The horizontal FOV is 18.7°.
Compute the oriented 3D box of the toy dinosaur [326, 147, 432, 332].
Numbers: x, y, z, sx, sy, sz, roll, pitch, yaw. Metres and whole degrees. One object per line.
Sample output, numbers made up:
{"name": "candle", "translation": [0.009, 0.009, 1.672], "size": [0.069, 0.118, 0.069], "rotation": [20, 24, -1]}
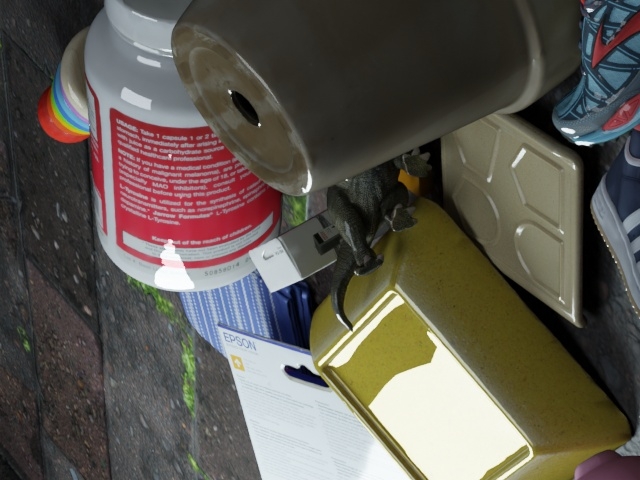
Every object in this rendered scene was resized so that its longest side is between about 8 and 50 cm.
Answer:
{"name": "toy dinosaur", "translation": [0.047, -0.061, 2.020], "size": [0.160, 0.121, 0.314], "rotation": [-110, 9, -64]}

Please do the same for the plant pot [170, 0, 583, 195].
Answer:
{"name": "plant pot", "translation": [0.032, -0.194, 1.737], "size": [0.323, 0.280, 0.323], "rotation": [43, 160, 20]}

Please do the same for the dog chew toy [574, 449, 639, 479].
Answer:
{"name": "dog chew toy", "translation": [0.345, 0.355, 1.879], "size": [0.332, 0.206, 0.207], "rotation": [62, 155, 18]}

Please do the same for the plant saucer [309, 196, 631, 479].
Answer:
{"name": "plant saucer", "translation": [0.132, 0.160, 2.106], "size": [0.333, 0.081, 0.333], "rotation": [48, 147, 6]}

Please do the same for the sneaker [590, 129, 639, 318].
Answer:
{"name": "sneaker", "translation": [0.311, -0.020, 1.569], "size": [0.282, 0.099, 0.153], "rotation": [-112, 38, -52]}

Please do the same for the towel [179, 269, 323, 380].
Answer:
{"name": "towel", "translation": [-0.101, 0.090, 2.609], "size": [0.336, 0.040, 0.243], "rotation": [35, 146, 45]}

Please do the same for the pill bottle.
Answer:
{"name": "pill bottle", "translation": [-0.154, -0.152, 2.237], "size": [0.229, 0.229, 0.408], "rotation": [44, 149, 32]}

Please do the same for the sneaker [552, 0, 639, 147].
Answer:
{"name": "sneaker", "translation": [0.248, -0.187, 1.538], "size": [0.125, 0.104, 0.262], "rotation": [32, 129, -9]}

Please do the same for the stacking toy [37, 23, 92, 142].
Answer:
{"name": "stacking toy", "translation": [-0.308, -0.190, 2.607], "size": [0.141, 0.141, 0.330], "rotation": [62, 159, -2]}

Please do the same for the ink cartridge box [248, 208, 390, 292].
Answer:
{"name": "ink cartridge box", "translation": [0.000, 0.000, 2.211], "size": [0.056, 0.135, 0.099], "rotation": [62, 154, -2]}

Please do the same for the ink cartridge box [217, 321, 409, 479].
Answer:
{"name": "ink cartridge box", "translation": [0.032, 0.260, 2.443], "size": [0.324, 0.071, 0.330], "rotation": [14, 126, 46]}

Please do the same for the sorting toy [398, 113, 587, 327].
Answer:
{"name": "sorting toy", "translation": [0.166, -0.069, 1.963], "size": [0.307, 0.041, 0.229], "rotation": [38, 149, 43]}
